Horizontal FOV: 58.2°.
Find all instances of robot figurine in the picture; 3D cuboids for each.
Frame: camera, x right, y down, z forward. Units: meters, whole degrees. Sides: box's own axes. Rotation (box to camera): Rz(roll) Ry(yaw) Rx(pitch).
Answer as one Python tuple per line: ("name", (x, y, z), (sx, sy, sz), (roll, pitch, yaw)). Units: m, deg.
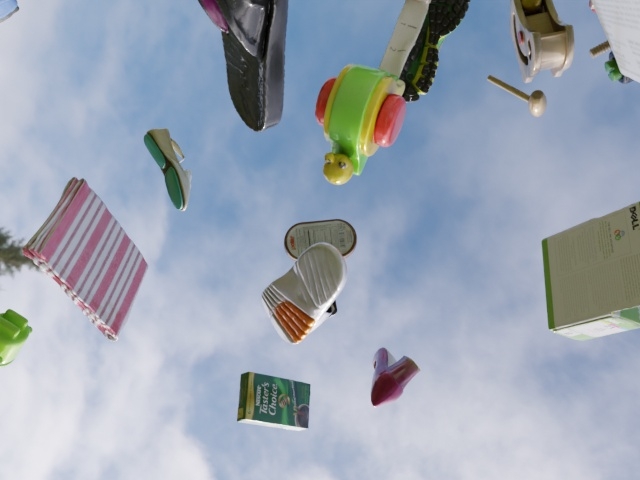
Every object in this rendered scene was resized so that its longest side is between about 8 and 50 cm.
("robot figurine", (-0.535, 0.168, 0.966), (0.115, 0.067, 0.101), (-49, -166, 25))

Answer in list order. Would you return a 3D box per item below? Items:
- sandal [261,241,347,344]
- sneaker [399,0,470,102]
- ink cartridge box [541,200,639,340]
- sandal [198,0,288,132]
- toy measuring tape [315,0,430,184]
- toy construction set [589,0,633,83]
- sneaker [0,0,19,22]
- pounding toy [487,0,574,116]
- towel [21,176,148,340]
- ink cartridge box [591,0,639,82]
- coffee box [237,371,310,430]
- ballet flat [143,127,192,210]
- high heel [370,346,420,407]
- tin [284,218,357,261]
("sandal", (-0.007, 0.076, 0.859), (0.102, 0.076, 0.265), (59, -35, 11))
("sneaker", (0.236, -0.491, 1.361), (0.344, 0.134, 0.146), (-65, -170, 5))
("ink cartridge box", (0.522, 0.053, 1.000), (0.255, 0.096, 0.189), (-33, -135, 53))
("sandal", (-0.126, -0.345, 0.833), (0.107, 0.446, 0.167), (-26, -131, -25))
("toy measuring tape", (0.077, -0.228, 0.768), (0.121, 0.121, 0.330), (16, -102, 38))
("toy construction set", (0.517, -0.337, 0.768), (0.237, 0.309, 0.258), (-25, -127, 16))
("sneaker", (-0.297, -0.152, 0.345), (0.221, 0.087, 0.083), (-29, -108, -2))
("pounding toy", (0.431, -0.410, 1.211), (0.154, 0.154, 0.270), (-9, -111, 9))
("towel", (-0.317, 0.028, 0.806), (0.029, 0.197, 0.144), (-7, -136, 18))
("ink cartridge box", (0.246, -0.298, 0.451), (0.091, 0.308, 0.385), (-24, -74, 22))
("coffee box", (-0.107, 0.381, 1.359), (0.040, 0.184, 0.113), (-28, -130, 45))
("ballet flat", (-0.399, -0.201, 1.578), (0.086, 0.086, 0.249), (-29, -97, 25))
("high heel", (0.126, 0.295, 1.212), (0.117, 0.244, 0.082), (-38, -86, -13))
("tin", (0.000, 0.000, 1.471), (0.189, 0.040, 0.106), (-6, -104, -2))
